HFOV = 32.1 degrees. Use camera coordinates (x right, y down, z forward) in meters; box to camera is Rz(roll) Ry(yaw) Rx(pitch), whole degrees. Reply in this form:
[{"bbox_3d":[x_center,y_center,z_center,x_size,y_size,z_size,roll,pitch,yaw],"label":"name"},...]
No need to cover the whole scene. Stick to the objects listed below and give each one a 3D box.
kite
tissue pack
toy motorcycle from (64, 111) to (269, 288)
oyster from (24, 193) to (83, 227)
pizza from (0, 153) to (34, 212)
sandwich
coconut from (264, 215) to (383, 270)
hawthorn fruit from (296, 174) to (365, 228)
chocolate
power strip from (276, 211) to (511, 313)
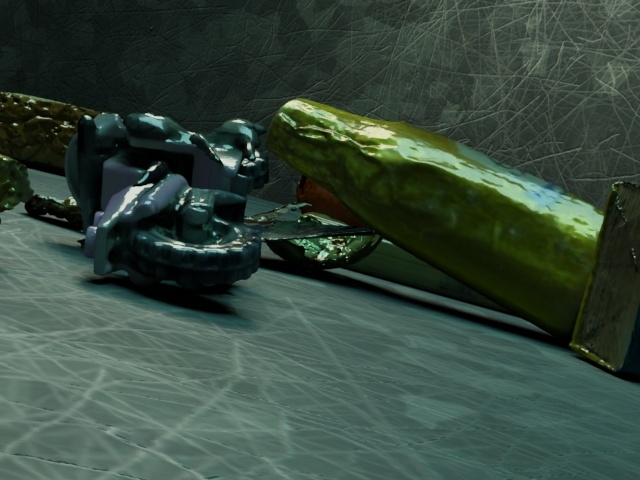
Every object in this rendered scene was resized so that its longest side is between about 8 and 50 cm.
[{"bbox_3d":[-0.085,-0.020,1.336,0.335,0.011,0.314,6,13,28],"label":"kite"},{"bbox_3d":[0.410,0.059,1.139,0.271,0.192,0.134,14,5,-18],"label":"tissue pack"},{"bbox_3d":[-0.140,-0.034,0.944,0.188,0.143,0.327,6,19,-3],"label":"toy motorcycle"},{"bbox_3d":[-0.255,-0.028,1.152,0.086,0.029,0.132,5,11,-35],"label":"oyster"},{"bbox_3d":[-0.330,-0.036,0.661,0.280,0.075,0.287,10,6,-8],"label":"pizza"},{"bbox_3d":[-0.514,-0.199,2.051,0.325,0.131,0.262,10,3,-22],"label":"sandwich"},{"bbox_3d":[0.002,0.004,1.368,0.158,0.055,0.133,-4,10,-20],"label":"coconut"},{"bbox_3d":[0.096,-0.054,1.669,0.211,0.211,0.299,12,12,-33],"label":"hawthorn fruit"},{"bbox_3d":[0.135,-0.044,1.298,0.445,0.162,0.162,28,7,15],"label":"chocolate"},{"bbox_3d":[0.114,0.026,1.534,0.388,0.066,0.092,15,1,15],"label":"power strip"}]
